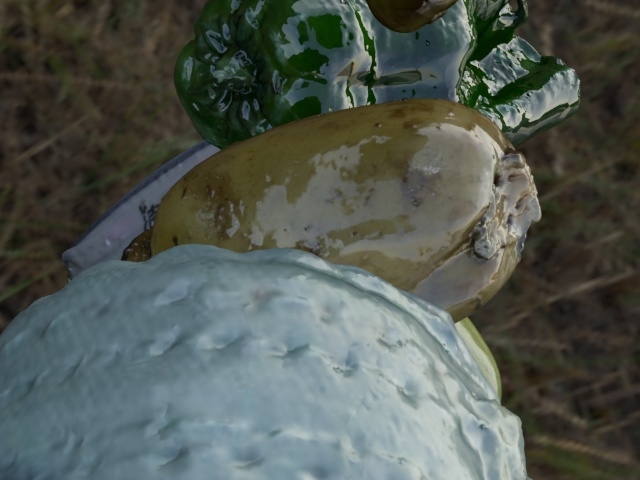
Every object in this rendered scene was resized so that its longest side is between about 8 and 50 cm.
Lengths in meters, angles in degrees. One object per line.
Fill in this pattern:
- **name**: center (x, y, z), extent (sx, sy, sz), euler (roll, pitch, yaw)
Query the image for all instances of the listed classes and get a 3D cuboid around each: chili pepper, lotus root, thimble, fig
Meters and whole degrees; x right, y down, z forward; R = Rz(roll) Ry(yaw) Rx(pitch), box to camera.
- **chili pepper**: center (0.072, -0.139, 1.544), extent (0.385, 0.213, 0.167), euler (-11, 41, -43)
- **lotus root**: center (0.000, 0.000, 1.251), extent (0.146, 0.284, 0.160), euler (-61, 137, -63)
- **thimble**: center (-0.037, 0.117, 0.770), extent (0.172, 0.250, 0.205), euler (-81, 159, -46)
- **fig**: center (0.059, -0.190, 1.332), extent (0.074, 0.074, 0.088), euler (-33, 96, -41)

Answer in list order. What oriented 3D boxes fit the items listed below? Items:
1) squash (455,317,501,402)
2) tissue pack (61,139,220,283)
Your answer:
- **squash**: center (0.106, 0.119, 1.886), extent (0.123, 0.123, 0.186), euler (-10, 48, -40)
- **tissue pack**: center (-0.038, -0.014, 2.036), extent (0.394, 0.288, 0.124), euler (-1, 61, -53)
